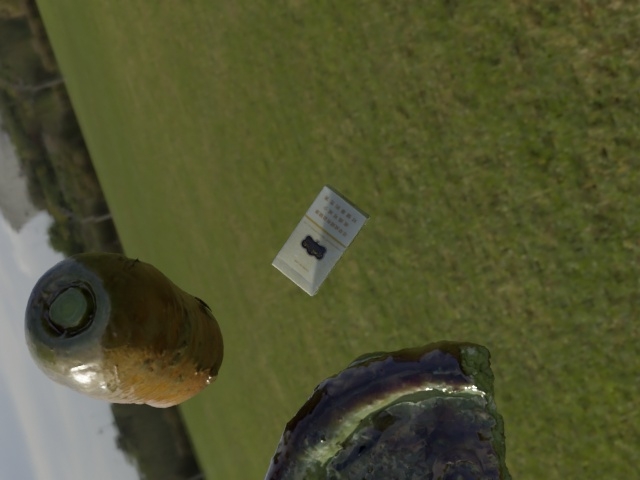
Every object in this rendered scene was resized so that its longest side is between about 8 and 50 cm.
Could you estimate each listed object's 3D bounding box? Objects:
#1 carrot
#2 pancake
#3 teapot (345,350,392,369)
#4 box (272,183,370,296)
[{"bbox_3d":[-0.299,0.145,1.690,0.224,0.224,0.341,65,-172,25],"label":"carrot"},{"bbox_3d":[0.066,0.317,1.422,0.067,0.426,0.305,19,-136,-65],"label":"pancake"},{"bbox_3d":[0.076,0.348,1.725,0.321,0.239,0.239,-58,-1,29],"label":"teapot"},{"bbox_3d":[0.000,0.000,1.793,0.090,0.167,0.024,39,-159,11],"label":"box"}]
